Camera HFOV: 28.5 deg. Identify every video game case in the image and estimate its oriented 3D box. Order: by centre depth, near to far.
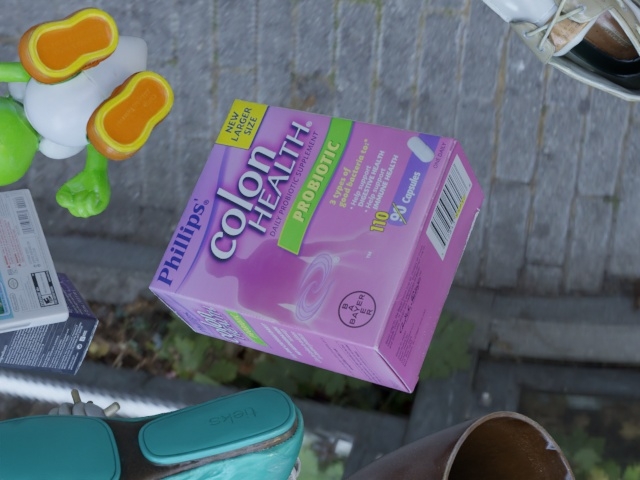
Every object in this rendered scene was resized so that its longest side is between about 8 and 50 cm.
[{"bbox_3d":[-0.335,0.023,1.222,0.143,0.157,0.019,-10,148,-24],"label":"video game case"}]

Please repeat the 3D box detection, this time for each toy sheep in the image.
[{"bbox_3d":[-0.300,0.235,1.536,0.132,0.091,0.091,-39,102,8],"label":"toy sheep"}]

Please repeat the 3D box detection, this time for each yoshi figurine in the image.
[{"bbox_3d":[-0.316,-0.132,1.400,0.203,0.362,0.203,7,83,-26],"label":"yoshi figurine"}]

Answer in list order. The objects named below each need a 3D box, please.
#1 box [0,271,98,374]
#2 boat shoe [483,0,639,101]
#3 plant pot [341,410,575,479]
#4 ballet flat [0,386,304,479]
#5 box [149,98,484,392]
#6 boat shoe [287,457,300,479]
[{"bbox_3d":[-0.479,0.118,1.965,0.207,0.153,0.108,11,112,-39],"label":"box"},{"bbox_3d":[0.256,-0.246,1.321,0.302,0.103,0.113,23,133,-26],"label":"boat shoe"},{"bbox_3d":[0.102,0.287,1.230,0.230,0.215,0.215,-17,111,44],"label":"plant pot"},{"bbox_3d":[-0.130,0.162,0.852,0.247,0.083,0.087,-7,126,-13],"label":"ballet flat"},{"bbox_3d":[0.000,0.000,1.194,0.243,0.213,0.117,13,159,27],"label":"box"},{"bbox_3d":[-0.080,0.305,1.616,0.096,0.277,0.098,-26,89,7],"label":"boat shoe"}]
